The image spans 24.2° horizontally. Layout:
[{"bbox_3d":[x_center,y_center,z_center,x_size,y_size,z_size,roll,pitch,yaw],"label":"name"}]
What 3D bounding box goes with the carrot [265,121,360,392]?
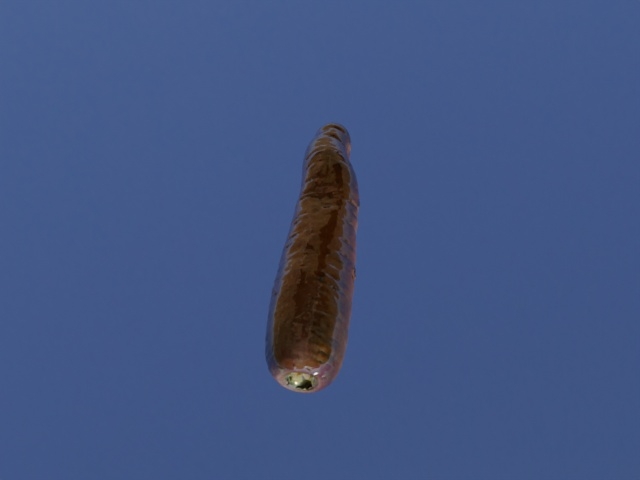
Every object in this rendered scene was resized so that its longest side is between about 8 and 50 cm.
[{"bbox_3d":[0.000,0.000,1.034,0.059,0.059,0.247,-3,-132,12],"label":"carrot"}]
